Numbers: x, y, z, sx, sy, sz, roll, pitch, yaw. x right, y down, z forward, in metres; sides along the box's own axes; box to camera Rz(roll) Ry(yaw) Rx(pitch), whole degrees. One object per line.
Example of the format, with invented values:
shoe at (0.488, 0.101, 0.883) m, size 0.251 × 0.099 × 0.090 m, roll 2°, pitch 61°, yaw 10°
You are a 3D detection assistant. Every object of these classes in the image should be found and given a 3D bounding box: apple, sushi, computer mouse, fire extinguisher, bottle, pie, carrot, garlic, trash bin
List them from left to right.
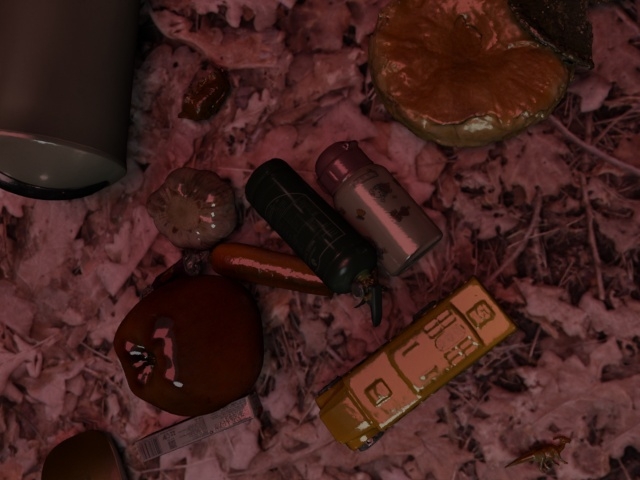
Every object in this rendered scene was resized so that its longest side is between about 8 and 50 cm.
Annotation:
trash bin at (-0.452, -0.283, 1.069) m, size 0.280 × 0.280 × 0.432 m, roll 4°, pitch 82°, yaw 11°
computer mouse at (-0.379, 0.486, 1.086) m, size 0.158 × 0.072 × 0.310 m, roll -24°, pitch 82°, yaw 10°
apple at (-0.202, 0.169, 1.007) m, size 0.234 × 0.234 × 0.234 m, roll -1°, pitch 85°, yaw 11°
garlic at (-0.213, -0.055, 1.089) m, size 0.159 × 0.102 × 0.147 m, roll -13°, pitch 96°, yaw 21°
sushi at (-0.209, -0.259, 1.131) m, size 0.060 × 0.061 × 0.118 m, roll 39°, pitch 73°, yaw 20°
carrot at (-0.084, 0.048, 1.071) m, size 0.225 × 0.067 × 0.067 m, roll 12°, pitch 87°, yaw 9°
fire extinguisher at (0.000, 0.000, 1.006) m, size 0.311 × 0.095 × 0.114 m, roll 44°, pitch 135°, yaw 30°
bottle at (0.084, -0.060, 1.026) m, size 0.110 × 0.110 × 0.233 m, roll -41°, pitch 79°, yaw 5°
pie at (0.240, -0.306, 1.030) m, size 0.339 × 0.083 × 0.339 m, roll -1°, pitch 82°, yaw 8°

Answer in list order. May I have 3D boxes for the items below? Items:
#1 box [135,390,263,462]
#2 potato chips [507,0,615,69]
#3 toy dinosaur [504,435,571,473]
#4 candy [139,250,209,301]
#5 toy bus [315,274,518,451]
box at (-0.206, 0.316, 1.075) m, size 0.218 × 0.055 × 0.039 m, roll -24°, pitch 82°, yaw 8°
potato chips at (0.394, -0.376, 0.989) m, size 0.220 × 0.029 × 0.202 m, roll -40°, pitch 83°, yaw -23°
toy dinosaur at (0.343, 0.342, 0.982) m, size 0.113 × 0.026 × 0.041 m, roll -27°, pitch 74°, yaw -2°
candy at (-0.252, 0.067, 1.102) m, size 0.175 × 0.043 × 0.045 m, roll -33°, pitch 38°, yaw 26°
toy bus at (0.143, 0.196, 0.985) m, size 0.335 × 0.123 × 0.121 m, roll -39°, pitch 79°, yaw 5°
